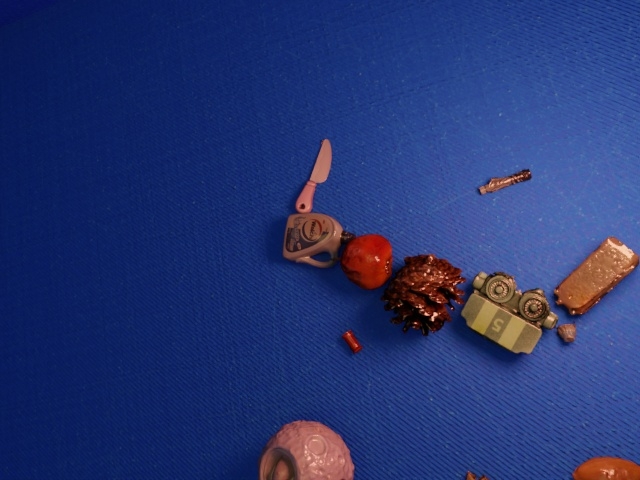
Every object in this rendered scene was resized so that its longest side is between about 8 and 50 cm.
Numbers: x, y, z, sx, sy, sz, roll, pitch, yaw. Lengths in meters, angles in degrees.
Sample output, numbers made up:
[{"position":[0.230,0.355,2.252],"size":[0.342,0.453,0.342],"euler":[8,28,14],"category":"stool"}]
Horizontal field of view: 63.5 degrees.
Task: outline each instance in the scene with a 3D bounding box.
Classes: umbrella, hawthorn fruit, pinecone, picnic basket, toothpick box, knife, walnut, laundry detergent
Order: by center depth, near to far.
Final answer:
[{"position":[0.913,0.742,1.602],"size":[0.245,0.137,0.137],"euler":[-3,79,17],"category":"walnut"},{"position":[0.831,0.305,1.747],"size":[0.065,0.083,0.083],"euler":[-11,39,22],"category":"picnic basket"},{"position":[0.361,0.194,1.811],"size":[0.242,0.298,0.296],"euler":[31,100,-16],"category":"pinecone"},{"position":[0.678,-0.218,1.903],"size":[0.188,0.046,0.050],"euler":[-19,82,18],"category":"umbrella"},{"position":[0.148,0.073,1.938],"size":[0.243,0.207,0.207],"euler":[7,82,26],"category":"hawthorn fruit"},{"position":[0.121,0.387,1.962],"size":[0.047,0.047,0.083],"euler":[-38,72,8],"category":"toothpick box"},{"position":[0.000,0.000,2.044],"size":[0.280,0.105,0.215],"euler":[8,82,17],"category":"laundry detergent"},{"position":[-0.015,-0.263,2.134],"size":[0.081,0.043,0.336],"euler":[21,84,14],"category":"knife"}]

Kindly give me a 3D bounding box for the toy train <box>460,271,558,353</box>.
[{"position":[0.642,0.243,1.773],"size":[0.299,0.167,0.238],"euler":[31,100,22],"category":"toy train"}]

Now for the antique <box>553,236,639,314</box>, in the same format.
[{"position":[0.911,0.127,1.725],"size":[0.284,0.150,0.125],"euler":[-48,66,13],"category":"antique"}]

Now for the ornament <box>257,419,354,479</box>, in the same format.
[{"position":[-0.046,0.801,1.797],"size":[0.337,0.337,0.337],"euler":[-3,79,17],"category":"ornament"}]

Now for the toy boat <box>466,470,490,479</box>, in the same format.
[{"position":[0.565,0.859,1.728],"size":[0.077,0.057,0.200],"euler":[-38,71,1],"category":"toy boat"}]
